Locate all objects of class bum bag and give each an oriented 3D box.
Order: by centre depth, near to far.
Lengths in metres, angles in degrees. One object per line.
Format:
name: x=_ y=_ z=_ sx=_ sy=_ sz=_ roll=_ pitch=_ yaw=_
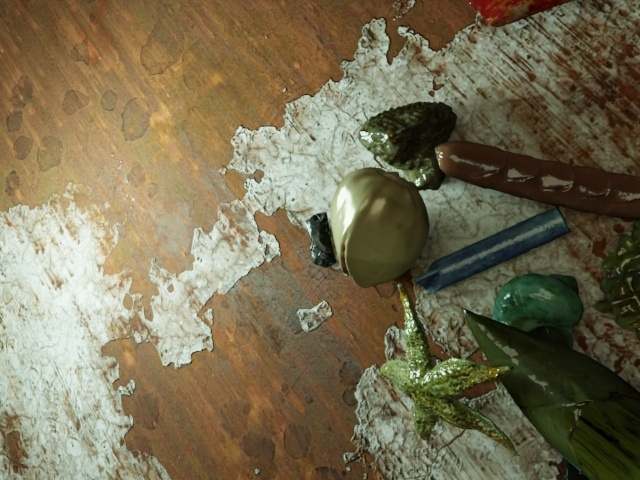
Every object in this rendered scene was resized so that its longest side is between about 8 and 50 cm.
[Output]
bum bag: x=0.000 y=0.000 z=1.381 sx=0.058 sy=0.034 sz=0.124 roll=-11 pitch=81 yaw=15

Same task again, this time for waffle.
waffle: x=0.605 y=0.082 z=1.076 sx=0.224 sy=0.054 sz=0.203 roll=25 pitch=96 yaw=24

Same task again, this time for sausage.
sausage: x=0.419 y=-0.108 z=1.125 sx=0.434 sy=0.088 sz=0.087 roll=14 pitch=92 yaw=10

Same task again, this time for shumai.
shumai: x=0.185 y=-0.181 z=1.244 sx=0.166 sy=0.206 sz=0.175 roll=23 pitch=128 yaw=58

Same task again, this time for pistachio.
pistachio: x=0.109 y=-0.017 z=1.198 sx=0.194 sy=0.318 sz=0.214 roll=35 pitch=63 yaw=22

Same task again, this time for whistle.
whistle: x=0.330 y=0.022 z=1.209 sx=0.304 sy=0.062 sz=0.062 roll=-27 pitch=75 yaw=21

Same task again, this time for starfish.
starfish: x=0.210 y=0.280 z=1.129 sx=0.347 sy=0.078 sz=0.357 roll=31 pitch=135 yaw=42

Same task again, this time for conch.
conch: x=0.400 y=0.142 z=1.134 sx=0.176 sy=0.122 sz=0.188 roll=44 pitch=107 yaw=1

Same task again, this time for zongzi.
zongzi: x=0.394 y=0.252 z=0.947 sx=0.361 sy=0.323 sz=0.160 roll=39 pitch=93 yaw=-11

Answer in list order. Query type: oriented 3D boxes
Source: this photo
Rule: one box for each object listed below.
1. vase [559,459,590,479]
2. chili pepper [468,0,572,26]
vase: x=0.532 y=0.459 z=1.057 sx=0.238 sy=0.115 sz=0.115 roll=19 pitch=94 yaw=22
chili pepper: x=0.402 y=-0.540 z=1.160 sx=0.306 sy=0.229 sz=0.251 roll=-18 pitch=81 yaw=34
